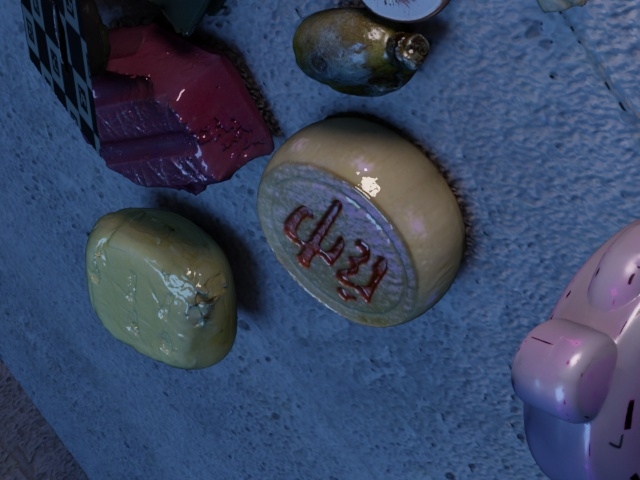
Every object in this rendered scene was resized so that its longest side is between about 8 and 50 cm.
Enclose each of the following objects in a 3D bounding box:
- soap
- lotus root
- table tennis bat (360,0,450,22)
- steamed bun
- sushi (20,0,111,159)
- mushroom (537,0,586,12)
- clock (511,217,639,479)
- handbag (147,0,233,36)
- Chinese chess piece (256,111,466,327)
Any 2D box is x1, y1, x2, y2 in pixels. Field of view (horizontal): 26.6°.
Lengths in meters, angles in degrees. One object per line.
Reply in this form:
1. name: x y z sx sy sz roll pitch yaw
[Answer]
1. soap: -0.221 -0.177 1.821 0.324 0.127 0.220 3 126 53
2. lotus root: 0.048 -0.205 1.460 0.113 0.088 0.192 29 168 -33
3. table tennis bat: 0.070 -0.296 1.410 0.169 0.119 0.108 8 116 14
4. steamed bun: -0.228 0.061 2.080 0.273 0.166 0.232 22 129 30
5. sushi: -0.315 -0.334 1.676 0.343 0.064 0.359 -133 35 -52
6. mushroom: 0.201 -0.281 1.209 0.059 0.054 0.202 23 146 36
7. clock: 0.319 0.110 1.231 0.113 0.322 0.296 22 141 47
8. handbag: -0.180 -0.388 1.568 0.247 0.079 0.260 52 153 -1
9. Chinese chess piece: 0.049 -0.022 1.644 0.270 0.112 0.270 30 144 25
